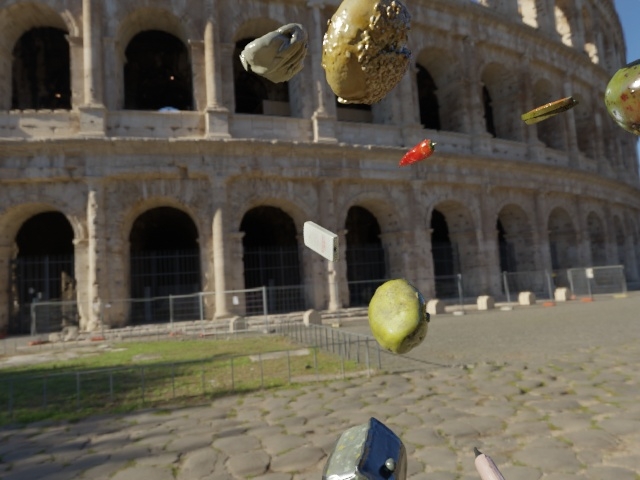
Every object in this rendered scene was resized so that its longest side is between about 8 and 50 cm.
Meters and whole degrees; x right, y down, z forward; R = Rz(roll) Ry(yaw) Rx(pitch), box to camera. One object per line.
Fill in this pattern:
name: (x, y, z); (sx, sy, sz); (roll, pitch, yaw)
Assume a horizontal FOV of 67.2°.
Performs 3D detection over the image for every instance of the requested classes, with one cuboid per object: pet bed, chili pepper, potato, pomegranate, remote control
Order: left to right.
remote control: (0.000, 0.000, 1.547); (0.029, 0.087, 0.190); (-11, 21, -28)
pet bed: (0.118, 0.525, 1.082); (0.159, 0.183, 0.211); (-26, 3, 21)
potato: (0.243, 0.234, 1.493); (0.148, 0.197, 0.228); (30, 13, -39)
chili pepper: (0.249, -0.226, 1.282); (0.027, 0.045, 0.178); (-17, -2, -24)
pomegranate: (1.082, -0.493, 1.549); (0.291, 0.323, 0.291); (12, -16, 4)

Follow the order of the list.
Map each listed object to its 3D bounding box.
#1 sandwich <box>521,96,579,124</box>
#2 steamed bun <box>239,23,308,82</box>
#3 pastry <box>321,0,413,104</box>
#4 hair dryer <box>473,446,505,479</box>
sandwich: (0.527, -0.301, 1.131); (0.067, 0.029, 0.135); (-28, 9, -30)
steamed bun: (-0.129, -0.561, 1.481); (0.211, 0.144, 0.218); (-31, 19, -12)
pastry: (0.149, -0.535, 1.361); (0.284, 0.315, 0.184); (-16, 38, -43)
hair dryer: (0.426, 0.602, 1.084); (0.107, 0.189, 0.344); (-13, 19, -2)
